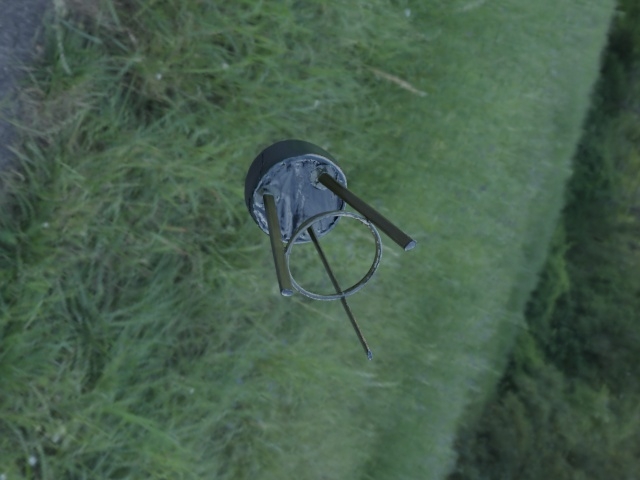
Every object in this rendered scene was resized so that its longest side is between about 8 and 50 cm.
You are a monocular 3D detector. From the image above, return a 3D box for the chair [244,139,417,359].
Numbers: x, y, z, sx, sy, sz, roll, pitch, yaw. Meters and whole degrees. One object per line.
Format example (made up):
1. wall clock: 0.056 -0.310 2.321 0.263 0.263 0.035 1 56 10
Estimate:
1. chair: 0.000 -0.001 0.661 0.104 0.221 0.095 -17 124 -7
